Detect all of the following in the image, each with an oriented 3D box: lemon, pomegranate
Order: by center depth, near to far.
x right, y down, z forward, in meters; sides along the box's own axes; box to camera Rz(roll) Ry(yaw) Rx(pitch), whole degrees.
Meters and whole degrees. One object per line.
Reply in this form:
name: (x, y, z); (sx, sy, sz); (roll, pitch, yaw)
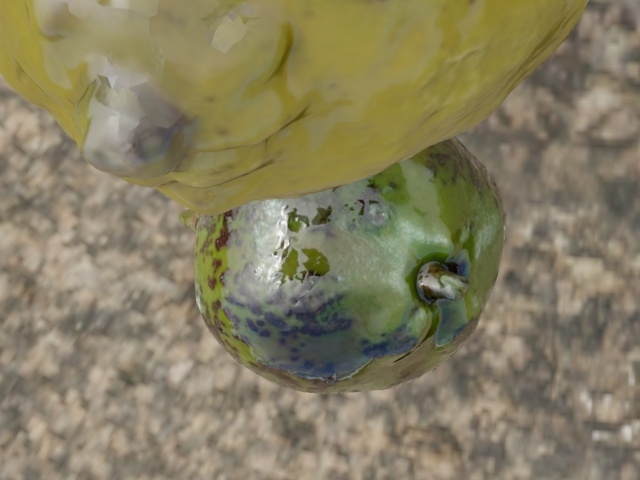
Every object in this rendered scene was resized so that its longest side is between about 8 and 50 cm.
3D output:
lemon: (-0.011, -0.165, 0.715); (0.285, 0.316, 0.285); (7, 107, 23)
pomegranate: (-0.002, 0.017, 1.413); (0.276, 0.222, 0.204); (-30, 62, 43)
